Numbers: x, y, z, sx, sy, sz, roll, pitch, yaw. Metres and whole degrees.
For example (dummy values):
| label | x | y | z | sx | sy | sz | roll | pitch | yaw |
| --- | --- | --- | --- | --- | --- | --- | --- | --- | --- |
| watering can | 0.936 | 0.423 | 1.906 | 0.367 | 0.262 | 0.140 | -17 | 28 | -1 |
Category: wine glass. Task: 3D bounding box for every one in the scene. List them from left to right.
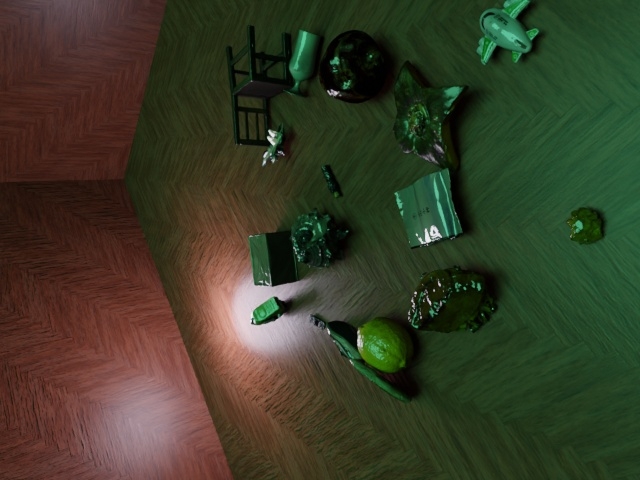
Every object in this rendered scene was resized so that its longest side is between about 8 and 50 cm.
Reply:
| label | x | y | z | sx | sy | sz | roll | pitch | yaw |
| --- | --- | --- | --- | --- | --- | --- | --- | --- | --- |
| wine glass | -0.069 | -0.679 | 1.723 | 0.103 | 0.103 | 0.231 | 38 | 121 | 40 |

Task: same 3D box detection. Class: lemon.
| label | x | y | z | sx | sy | sz | roll | pitch | yaw |
| --- | --- | --- | --- | --- | --- | --- | --- | --- | --- |
| lemon | 0.217 | 0.350 | 1.507 | 0.193 | 0.180 | 0.181 | 5 | 101 | 55 |

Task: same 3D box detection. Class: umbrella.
| label | x | y | z | sx | sy | sz | roll | pitch | yaw |
| --- | --- | --- | --- | --- | --- | --- | --- | --- | --- |
| umbrella | 0.039 | -0.226 | 1.723 | 0.040 | 0.037 | 0.144 | -37 | 65 | 33 |

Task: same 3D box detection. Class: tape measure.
| label | x | y | z | sx | sy | sz | roll | pitch | yaw |
| --- | --- | --- | --- | --- | --- | --- | --- | --- | --- |
| tape measure | -0.235 | 0.331 | 2.065 | 0.177 | 0.154 | 0.088 | -33 | 72 | 16 |

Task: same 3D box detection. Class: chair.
| label | x | y | z | sx | sy | sz | roll | pitch | yaw |
| --- | --- | --- | --- | --- | --- | --- | --- | --- | --- |
| chair | -0.249 | -0.626 | 1.872 | 0.240 | 0.202 | 0.417 | -3 | 93 | 52 |

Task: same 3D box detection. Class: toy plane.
| label | x | y | z | sx | sy | sz | roll | pitch | yaw |
| --- | --- | --- | --- | --- | --- | --- | --- | --- | --- |
| toy plane | -0.201 | -0.394 | 1.952 | 0.262 | 0.088 | 0.193 | 121 | 157 | -61 |
| toy plane | 0.463 | -0.523 | 1.123 | 0.173 | 0.080 | 0.174 | 10 | 103 | 51 |

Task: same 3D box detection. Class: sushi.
| label | x | y | z | sx | sy | sz | roll | pitch | yaw |
| --- | --- | --- | --- | --- | --- | --- | --- | --- | --- |
| sushi | 0.376 | 0.182 | 1.312 | 0.297 | 0.179 | 0.167 | -62 | 34 | 32 |

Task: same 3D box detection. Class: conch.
| label | x | y | z | sx | sy | sz | roll | pitch | yaw |
| --- | --- | --- | --- | --- | --- | --- | --- | --- | --- |
| conch | -0.008 | -0.010 | 1.735 | 0.313 | 0.185 | 0.241 | 178 | 91 | -70 |

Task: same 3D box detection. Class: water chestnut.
| label | x | y | z | sx | sy | sz | roll | pitch | yaw |
| --- | --- | --- | --- | --- | --- | --- | --- | --- | --- |
| water chestnut | 0.096 | -0.556 | 1.459 | 0.238 | 0.223 | 0.224 | -161 | 68 | -64 |

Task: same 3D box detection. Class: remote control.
| label | x | y | z | sx | sy | sz | roll | pitch | yaw |
| --- | --- | --- | --- | --- | --- | --- | --- | --- | --- |
| remote control | -0.012 | 0.347 | 1.907 | 0.096 | 0.014 | 0.039 | 23 | 113 | 45 |

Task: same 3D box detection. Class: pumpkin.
| label | x | y | z | sx | sy | sz | roll | pitch | yaw |
| --- | --- | --- | --- | --- | --- | --- | --- | --- | --- |
| pumpkin | 0.308 | -0.370 | 1.327 | 0.290 | 0.095 | 0.259 | 45 | 141 | 48 |

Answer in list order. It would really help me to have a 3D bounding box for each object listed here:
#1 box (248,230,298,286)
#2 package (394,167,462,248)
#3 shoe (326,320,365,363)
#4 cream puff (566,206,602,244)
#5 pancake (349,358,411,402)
| label | x | y | z | sx | sy | sz | roll | pitch | yaw |
| --- | --- | --- | --- | --- | --- | --- | --- | --- | --- |
| box | -0.211 | 0.079 | 1.993 | 0.155 | 0.148 | 0.232 | -3 | 94 | 50 |
| package | 0.336 | -0.089 | 1.380 | 0.250 | 0.062 | 0.204 | -22 | 80 | 63 |
| shoe | 0.101 | 0.401 | 1.721 | 0.227 | 0.099 | 0.112 | 31 | 127 | 42 |
| cream puff | 0.613 | -0.032 | 1.044 | 0.083 | 0.058 | 0.083 | 41 | 124 | 36 |
| pancake | 0.203 | 0.477 | 1.533 | 0.253 | 0.253 | 0.037 | 24 | 76 | 46 |
